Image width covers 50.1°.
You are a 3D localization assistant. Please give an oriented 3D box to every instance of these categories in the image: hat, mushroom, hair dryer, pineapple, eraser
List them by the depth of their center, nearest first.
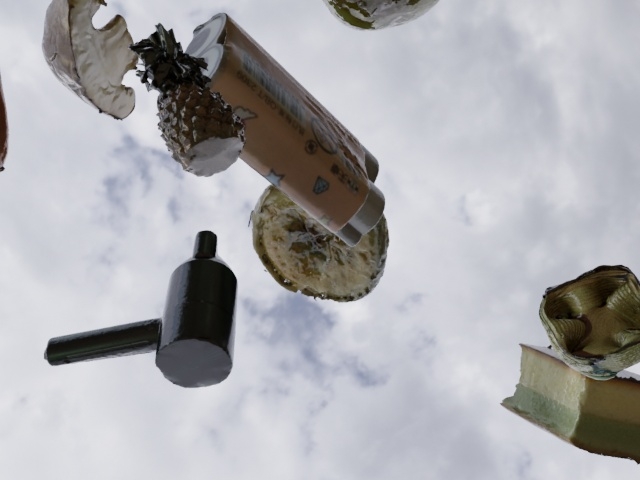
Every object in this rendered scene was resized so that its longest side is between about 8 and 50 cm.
[{"bbox_3d":[0.208,0.066,0.510,0.077,0.059,0.076,-22,-139,4],"label":"hat"},{"bbox_3d":[-0.127,-0.133,0.622,0.074,0.074,0.159,-14,-120,-32],"label":"pineapple"},{"bbox_3d":[-0.039,-0.132,0.843,0.290,0.087,0.171,38,-146,-35],"label":"eraser"},{"bbox_3d":[-0.279,0.114,1.076,0.302,0.116,0.244,-9,-141,3],"label":"hair dryer"},{"bbox_3d":[-0.450,-0.357,1.286,0.151,0.285,0.156,22,-123,20],"label":"mushroom"}]

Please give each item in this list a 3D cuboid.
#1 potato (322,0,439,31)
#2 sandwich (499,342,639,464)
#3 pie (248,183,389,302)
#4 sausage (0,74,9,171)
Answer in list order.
[{"bbox_3d":[0.055,-0.352,0.643,0.210,0.307,0.173,-2,-150,-1],"label":"potato"},{"bbox_3d":[0.381,0.220,0.936,0.220,0.186,0.108,15,-89,-18],"label":"sandwich"},{"bbox_3d":[0.000,0.000,1.214,0.274,0.274,0.055,36,-143,-5],"label":"pie"},{"bbox_3d":[-0.329,-0.155,0.665,0.040,0.047,0.176,-12,-67,-35],"label":"sausage"}]
